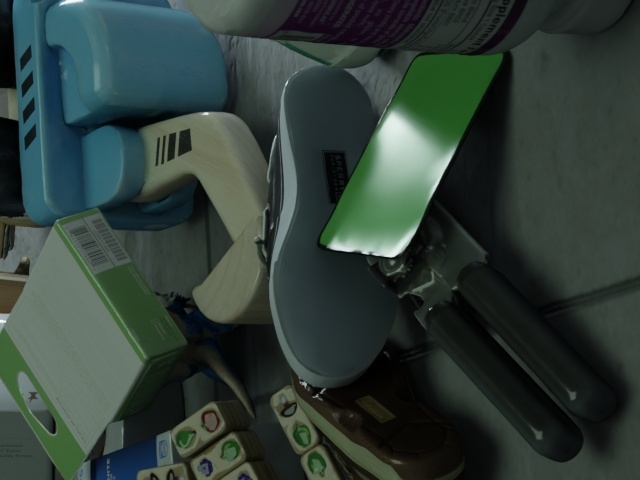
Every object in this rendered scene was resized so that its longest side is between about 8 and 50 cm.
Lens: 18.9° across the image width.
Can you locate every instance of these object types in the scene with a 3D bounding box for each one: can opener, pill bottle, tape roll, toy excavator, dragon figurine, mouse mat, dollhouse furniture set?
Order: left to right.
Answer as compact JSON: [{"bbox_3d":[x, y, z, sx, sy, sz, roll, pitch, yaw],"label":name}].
[{"bbox_3d":[-0.356,0.078,2.373,0.242,0.161,0.212,-113,29,-80],"label":"dollhouse furniture set"},{"bbox_3d":[-0.224,0.202,2.121,0.219,0.072,0.219,-11,78,64],"label":"tape roll"},{"bbox_3d":[-0.172,-0.104,1.917,0.445,0.222,0.433,-20,71,53],"label":"toy excavator"},{"bbox_3d":[-0.124,0.102,1.910,0.289,0.144,0.085,12,98,44],"label":"dragon figurine"},{"bbox_3d":[0.071,-0.071,1.527,0.189,0.007,0.152,-63,25,-9],"label":"mouse mat"},{"bbox_3d":[0.065,-0.213,1.309,0.169,0.301,0.169,-4,85,63],"label":"pill bottle"},{"bbox_3d":[0.130,0.062,1.439,0.076,0.095,0.283,-51,46,10],"label":"can opener"}]

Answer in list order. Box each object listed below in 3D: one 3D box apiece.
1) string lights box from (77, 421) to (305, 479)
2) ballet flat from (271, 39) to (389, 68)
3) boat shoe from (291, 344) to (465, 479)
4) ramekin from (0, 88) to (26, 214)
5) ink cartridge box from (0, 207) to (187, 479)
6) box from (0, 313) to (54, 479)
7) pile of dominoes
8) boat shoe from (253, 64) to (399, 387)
[{"bbox_3d":[-0.131,0.234,1.861,0.260,0.133,0.076,-26,67,60],"label":"string lights box"},{"bbox_3d":[0.006,-0.348,1.632,0.139,0.139,0.400,5,93,64],"label":"ballet flat"},{"bbox_3d":[0.043,0.163,1.572,0.257,0.095,0.095,-129,25,-63],"label":"boat shoe"},{"bbox_3d":[-0.327,-0.127,2.213,0.109,0.207,0.207,126,139,-61],"label":"ramekin"},{"bbox_3d":[-0.231,0.106,1.863,0.171,0.056,0.235,54,139,19],"label":"ink cartridge box"},{"bbox_3d":[-0.418,0.265,2.239,0.168,0.215,0.345,-97,11,-51],"label":"box"},{"bbox_3d":[-0.053,0.263,1.642,0.196,0.040,0.251,-36,71,26],"label":"pile of dominoes"},{"bbox_3d":[-0.004,-0.001,1.644,0.105,0.113,0.306,114,152,-55],"label":"boat shoe"}]
